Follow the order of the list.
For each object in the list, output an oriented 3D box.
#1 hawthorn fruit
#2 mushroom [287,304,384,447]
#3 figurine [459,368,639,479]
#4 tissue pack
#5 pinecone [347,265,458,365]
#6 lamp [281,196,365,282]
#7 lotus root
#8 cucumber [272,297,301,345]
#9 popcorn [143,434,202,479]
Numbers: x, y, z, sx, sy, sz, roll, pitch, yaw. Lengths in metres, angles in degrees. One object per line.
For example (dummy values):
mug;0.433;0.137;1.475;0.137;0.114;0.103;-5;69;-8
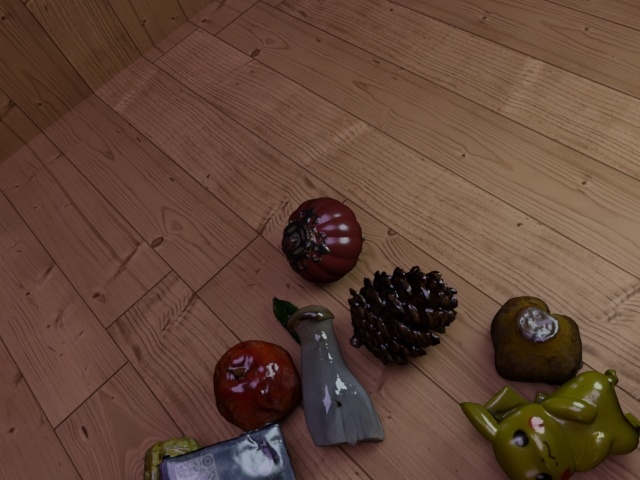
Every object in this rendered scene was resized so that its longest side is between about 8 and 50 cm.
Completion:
hawthorn fruit;-0.159;0.315;1.210;0.207;0.243;0.207;-8;59;13
mushroom;0.022;0.307;1.208;0.159;0.122;0.328;-2;66;-33
figurine;0.446;0.368;1.044;0.327;0.169;0.218;-24;78;-7
tissue pack;-0.152;0.568;1.036;0.259;0.122;0.361;-11;64;-25
pinecone;0.183;0.165;1.225;0.273;0.224;0.224;-27;55;-7
lamp;0.000;0.000;1.380;0.227;0.227;0.226;-7;57;12
lotus root;0.463;0.196;1.148;0.188;0.180;0.199;-5;58;17
cucumber;-0.053;0.215;1.353;0.069;0.069;0.227;-43;53;-12
popcorn;-0.325;0.537;1.178;0.168;0.174;0.195;-18;76;49
